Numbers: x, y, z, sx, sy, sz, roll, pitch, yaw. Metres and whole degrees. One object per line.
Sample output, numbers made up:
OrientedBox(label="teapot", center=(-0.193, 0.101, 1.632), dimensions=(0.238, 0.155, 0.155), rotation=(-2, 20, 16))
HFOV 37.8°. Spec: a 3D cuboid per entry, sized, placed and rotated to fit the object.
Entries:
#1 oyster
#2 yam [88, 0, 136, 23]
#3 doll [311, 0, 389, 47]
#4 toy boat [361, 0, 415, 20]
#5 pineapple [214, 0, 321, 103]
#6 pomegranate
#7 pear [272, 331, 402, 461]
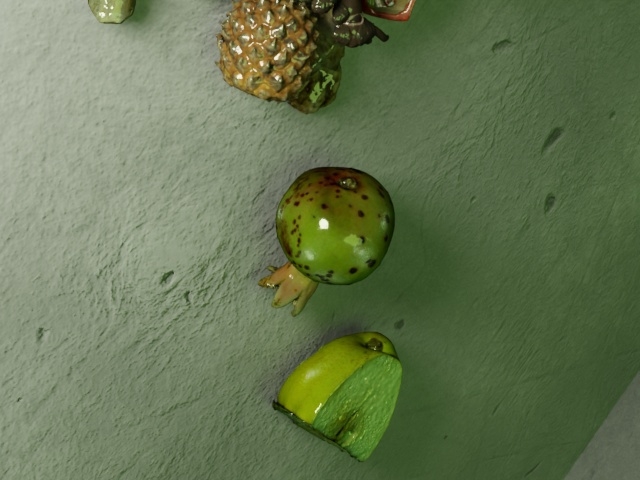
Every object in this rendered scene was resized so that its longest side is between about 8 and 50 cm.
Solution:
OrientedBox(label="oyster", center=(-0.001, -0.371, 1.566), dimensions=(0.129, 0.078, 0.345), rotation=(-11, 124, -28))
OrientedBox(label="yam", center=(-0.283, -0.376, 1.309), dimensions=(0.070, 0.070, 0.146), rotation=(3, 111, -43))
OrientedBox(label="doll", center=(0.043, -0.370, 1.485), dimensions=(0.165, 0.057, 0.139), rotation=(-26, 117, -46))
OrientedBox(label="toy boat", center=(0.143, -0.566, 1.549), dimensions=(0.079, 0.136, 0.392), rotation=(-34, 136, -63))
OrientedBox(label="pineapple", center=(-0.077, -0.318, 1.461), dimensions=(0.166, 0.166, 0.193), rotation=(9, 107, -44))
OrientedBox(label="pomegranate", center=(0.005, -0.014, 1.709), dimensions=(0.231, 0.230, 0.286), rotation=(-5, 158, -40))
OrientedBox(label="pear", center=(0.047, 0.297, 1.937), dimensions=(0.292, 0.159, 0.292), rotation=(-25, 131, -33))
